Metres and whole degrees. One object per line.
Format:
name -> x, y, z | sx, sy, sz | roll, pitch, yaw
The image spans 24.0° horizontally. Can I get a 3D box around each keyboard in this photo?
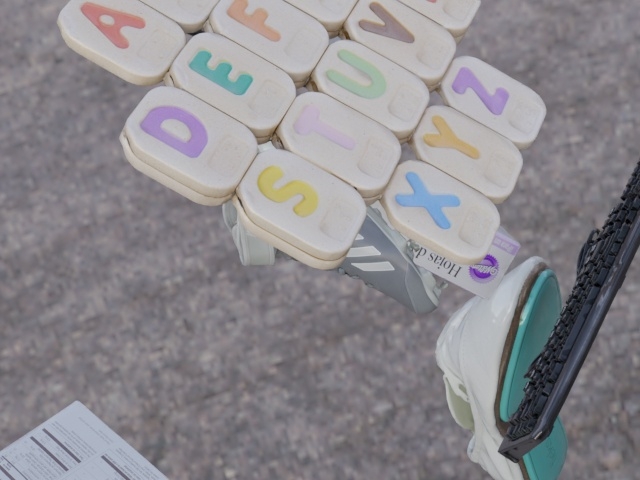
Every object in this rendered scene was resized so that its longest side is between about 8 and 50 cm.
keyboard -> 0.238, 0.056, 1.373 | 0.033, 0.201, 0.317 | 28, 72, 4

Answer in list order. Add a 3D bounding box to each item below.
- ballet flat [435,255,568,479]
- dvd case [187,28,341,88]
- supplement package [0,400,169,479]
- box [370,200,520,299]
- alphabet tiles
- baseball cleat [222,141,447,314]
ballet flat -> 0.187, 0.149, 1.635 | 0.139, 0.400, 0.139 | -6, 51, 7
dvd case -> -0.021, -0.242, 1.376 | 0.253, 0.180, 0.022 | 21, 8, -37
supplement package -> -0.284, 0.347, 1.570 | 0.263, 0.199, 0.198 | -33, 38, -24
box -> 0.026, -0.047, 1.356 | 0.063, 0.324, 0.067 | -60, 18, 11
alphabet tiles -> -0.001, -0.105, 0.898 | 0.278, 0.021, 0.284 | 30, 46, 0
baseball cleat -> 0.000, 0.000, 1.135 | 0.109, 0.206, 0.072 | -41, 20, 2
